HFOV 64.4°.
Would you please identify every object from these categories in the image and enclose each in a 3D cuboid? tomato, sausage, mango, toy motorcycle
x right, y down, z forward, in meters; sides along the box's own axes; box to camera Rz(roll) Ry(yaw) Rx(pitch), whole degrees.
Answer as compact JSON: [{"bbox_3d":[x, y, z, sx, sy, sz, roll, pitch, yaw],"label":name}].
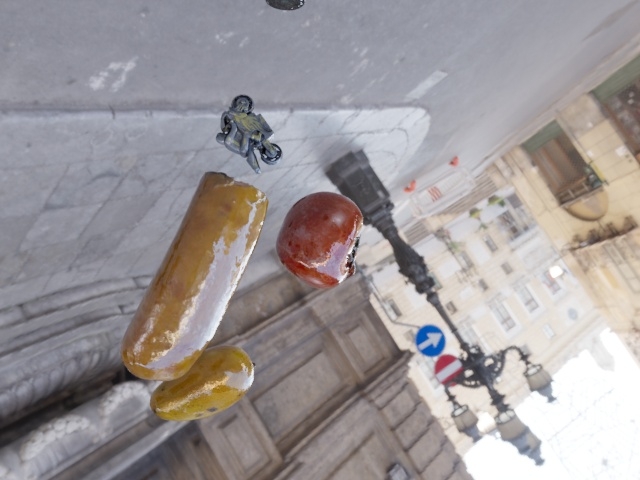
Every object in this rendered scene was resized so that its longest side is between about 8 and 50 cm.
[{"bbox_3d":[0.000,0.000,0.935,0.187,0.151,0.187,14,90,-73],"label":"tomato"},{"bbox_3d":[-0.151,0.049,0.621,0.270,0.109,0.109,-64,173,-1],"label":"sausage"},{"bbox_3d":[-0.189,0.240,0.837,0.178,0.090,0.115,-38,136,9],"label":"mango"},{"bbox_3d":[-0.174,-0.240,1.164,0.124,0.193,0.061,-28,171,-12],"label":"toy motorcycle"}]

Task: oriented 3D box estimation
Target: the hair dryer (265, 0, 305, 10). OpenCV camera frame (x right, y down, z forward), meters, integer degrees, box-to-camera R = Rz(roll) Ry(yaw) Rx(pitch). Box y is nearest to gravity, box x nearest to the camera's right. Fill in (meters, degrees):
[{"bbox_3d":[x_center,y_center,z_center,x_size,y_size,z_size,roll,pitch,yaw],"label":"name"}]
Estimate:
[{"bbox_3d":[-0.015,-0.378,0.641,0.057,0.100,0.197,1,180,-28],"label":"hair dryer"}]
